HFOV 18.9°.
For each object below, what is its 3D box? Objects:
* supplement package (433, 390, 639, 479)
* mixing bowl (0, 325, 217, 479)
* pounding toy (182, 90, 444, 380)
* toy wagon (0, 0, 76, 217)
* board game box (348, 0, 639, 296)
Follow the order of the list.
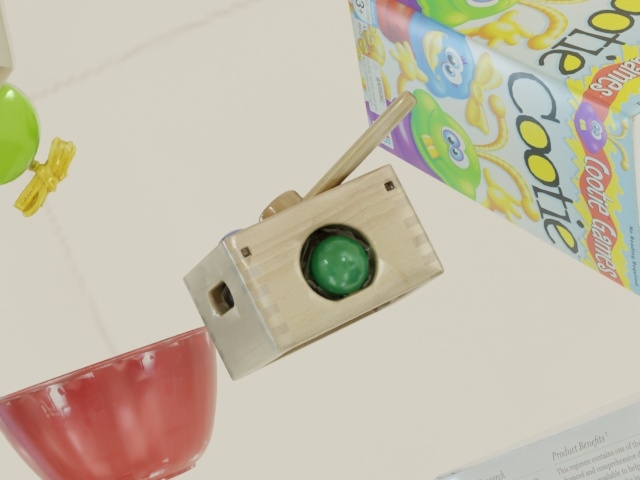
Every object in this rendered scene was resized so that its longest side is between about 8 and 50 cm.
[{"bbox_3d":[0.230,0.128,0.979,0.204,0.262,0.145,-16,81,-40],"label":"supplement package"},{"bbox_3d":[-0.148,0.135,1.420,0.181,0.181,0.098,-19,90,-2],"label":"mixing bowl"},{"bbox_3d":[0.000,0.000,1.104,0.130,0.141,0.100,-25,85,-20],"label":"pounding toy"},{"bbox_3d":[-0.342,-0.138,1.459,0.344,0.068,0.267,34,96,-11],"label":"toy wagon"},{"bbox_3d":[0.161,-0.101,1.265,0.142,0.275,0.144,-31,130,-25],"label":"board game box"}]
